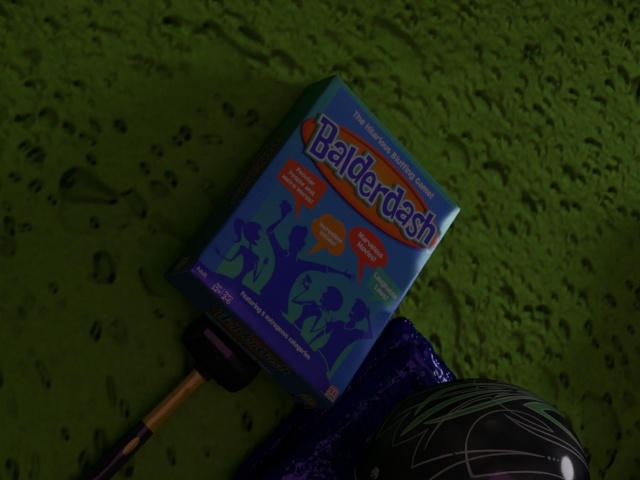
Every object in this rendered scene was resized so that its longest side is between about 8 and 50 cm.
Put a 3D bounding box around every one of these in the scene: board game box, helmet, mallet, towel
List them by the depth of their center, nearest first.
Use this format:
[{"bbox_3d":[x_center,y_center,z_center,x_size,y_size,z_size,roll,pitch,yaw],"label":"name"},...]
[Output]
[{"bbox_3d":[0.113,0.180,0.954,0.169,0.169,0.161,-25,119,-23],"label":"helmet"},{"bbox_3d":[-0.132,0.129,0.986,0.190,0.039,0.062,-38,106,-16],"label":"mallet"},{"bbox_3d":[0.000,0.000,1.019,0.160,0.047,0.210,44,62,-20],"label":"board game box"},{"bbox_3d":[0.088,0.242,1.070,0.227,0.076,0.308,-46,109,-19],"label":"towel"}]
